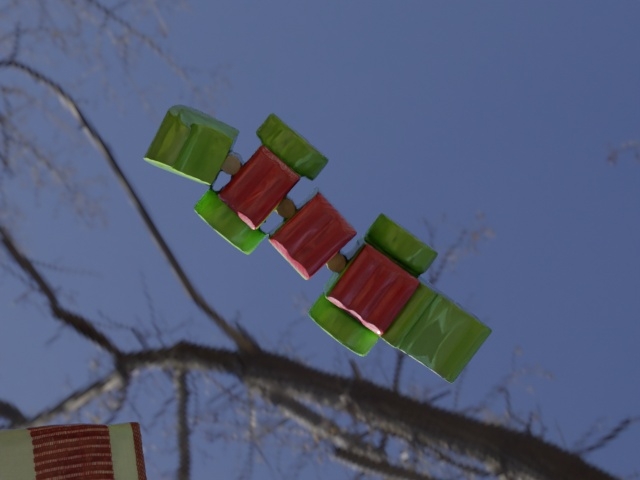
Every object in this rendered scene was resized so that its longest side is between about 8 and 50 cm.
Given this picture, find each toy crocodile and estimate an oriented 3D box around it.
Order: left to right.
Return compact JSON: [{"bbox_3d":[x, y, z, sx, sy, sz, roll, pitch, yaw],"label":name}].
[{"bbox_3d":[0.000,0.000,1.296,0.115,0.340,0.105,-49,-173,4],"label":"toy crocodile"}]

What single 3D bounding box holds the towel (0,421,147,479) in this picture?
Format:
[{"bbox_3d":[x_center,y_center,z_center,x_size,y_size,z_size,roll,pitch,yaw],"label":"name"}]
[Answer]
[{"bbox_3d":[-0.294,0.287,1.338,0.037,0.329,0.237,-20,-106,51],"label":"towel"}]
